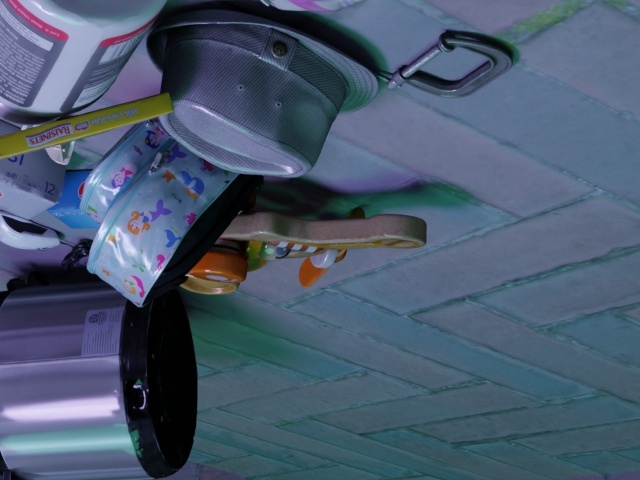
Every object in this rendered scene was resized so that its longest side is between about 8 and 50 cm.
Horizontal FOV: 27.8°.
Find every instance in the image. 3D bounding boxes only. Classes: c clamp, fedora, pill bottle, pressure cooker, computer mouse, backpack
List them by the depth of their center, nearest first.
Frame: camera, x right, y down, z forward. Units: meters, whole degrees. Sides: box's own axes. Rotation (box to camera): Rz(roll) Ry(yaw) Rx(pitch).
[{"bbox_3d":[-0.272,-0.232,1.323,0.176,0.176,0.318,17,157,-19],"label":"pill bottle"},{"bbox_3d":[0.131,-0.195,1.453,0.137,0.022,0.161,21,156,-26],"label":"c clamp"},{"bbox_3d":[-0.079,-0.153,1.493,0.275,0.124,0.244,24,158,-28],"label":"fedora"},{"bbox_3d":[-0.201,-0.047,1.661,0.191,0.253,0.225,33,157,-3],"label":"backpack"},{"bbox_3d":[-0.185,0.038,2.098,0.194,0.079,0.194,9,158,4],"label":"fedora"},{"bbox_3d":[-0.482,0.002,2.186,0.193,0.042,0.106,23,156,-30],"label":"computer mouse"},{"bbox_3d":[-0.457,0.250,2.312,0.421,0.375,0.370,-6,-163,8],"label":"pressure cooker"}]

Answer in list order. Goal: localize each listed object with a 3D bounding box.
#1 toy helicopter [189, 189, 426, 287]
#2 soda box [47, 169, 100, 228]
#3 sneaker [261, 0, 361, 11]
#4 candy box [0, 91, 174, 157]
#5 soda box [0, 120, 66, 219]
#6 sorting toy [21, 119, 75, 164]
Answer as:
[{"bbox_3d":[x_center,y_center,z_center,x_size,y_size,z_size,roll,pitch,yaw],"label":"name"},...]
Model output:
[{"bbox_3d":[0.000,0.000,1.843,0.355,0.140,0.235,-2,165,34],"label":"toy helicopter"},{"bbox_3d":[-0.294,-0.062,1.909,0.210,0.067,0.071,0,157,24],"label":"soda box"},{"bbox_3d":[-0.049,-0.275,1.222,0.252,0.103,0.111,21,154,-24],"label":"sneaker"},{"bbox_3d":[-0.270,-0.121,1.405,0.206,0.027,0.105,-18,-171,-22],"label":"candy box"},{"bbox_3d":[-0.503,-0.128,1.801,0.286,0.091,0.098,23,153,-31],"label":"soda box"},{"bbox_3d":[-0.377,-0.148,1.769,0.075,0.044,0.083,18,159,-1],"label":"sorting toy"}]
